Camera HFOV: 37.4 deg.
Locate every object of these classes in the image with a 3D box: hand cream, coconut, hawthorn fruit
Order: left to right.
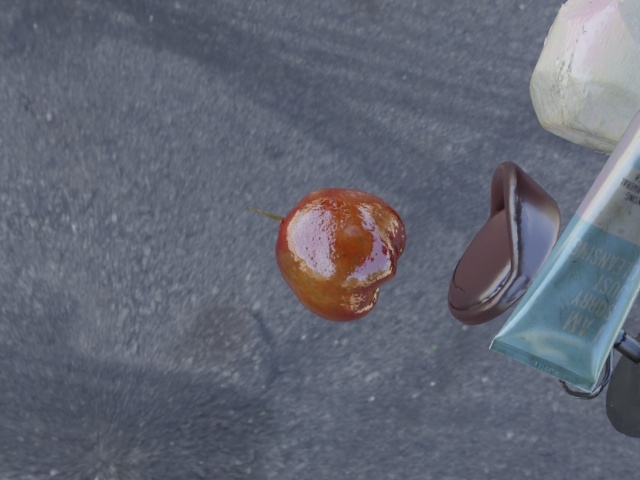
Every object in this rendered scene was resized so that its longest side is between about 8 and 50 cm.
[{"bbox_3d":[0.016,0.003,0.869,0.125,0.125,0.140,-28,77,-18],"label":"hawthorn fruit"},{"bbox_3d":[0.270,-0.008,0.872,0.111,0.070,0.312,22,105,-2],"label":"hand cream"},{"bbox_3d":[0.402,-0.237,1.259,0.227,0.227,0.231,20,93,-8],"label":"coconut"}]

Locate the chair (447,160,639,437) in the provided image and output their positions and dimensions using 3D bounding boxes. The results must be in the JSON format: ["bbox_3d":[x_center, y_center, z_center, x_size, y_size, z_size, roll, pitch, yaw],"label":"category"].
[{"bbox_3d":[0.348,0.083,1.345,0.401,0.226,0.227,35,72,-14],"label":"chair"}]
